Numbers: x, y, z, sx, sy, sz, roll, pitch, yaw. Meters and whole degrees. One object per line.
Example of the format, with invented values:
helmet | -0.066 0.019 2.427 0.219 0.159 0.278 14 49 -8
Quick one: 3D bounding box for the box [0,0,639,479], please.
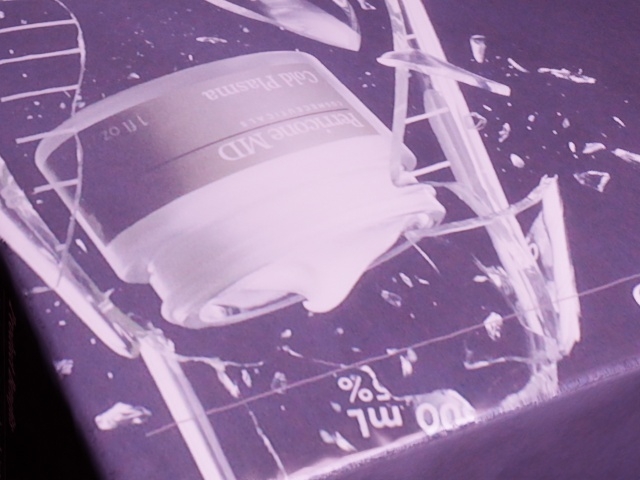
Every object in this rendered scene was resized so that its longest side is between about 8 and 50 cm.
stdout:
box | 0.000 0.000 0.851 0.479 0.297 0.472 -16 54 -25
